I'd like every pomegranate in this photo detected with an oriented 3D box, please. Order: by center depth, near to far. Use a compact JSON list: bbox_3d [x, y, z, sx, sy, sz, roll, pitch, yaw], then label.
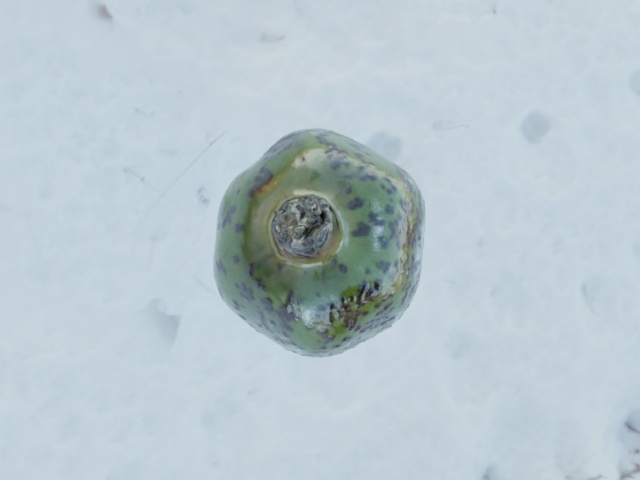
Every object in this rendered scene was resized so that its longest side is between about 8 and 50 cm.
[{"bbox_3d":[0.000,0.000,0.850,0.254,0.270,0.254,-1,78,6],"label":"pomegranate"}]
